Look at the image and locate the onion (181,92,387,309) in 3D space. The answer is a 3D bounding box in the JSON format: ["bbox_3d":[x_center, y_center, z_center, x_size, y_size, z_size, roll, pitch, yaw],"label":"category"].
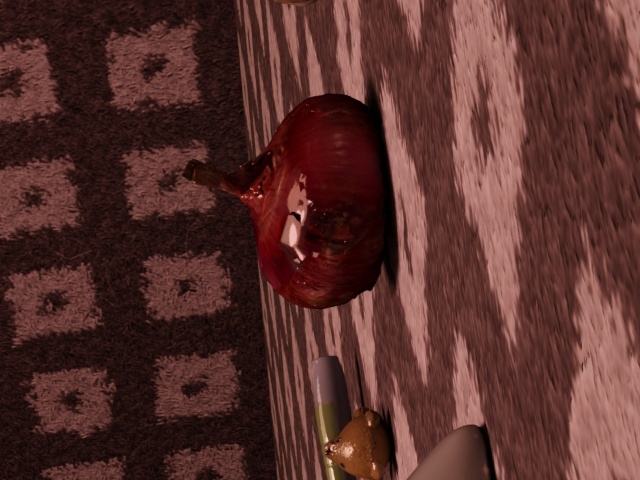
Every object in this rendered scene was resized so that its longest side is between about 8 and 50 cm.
[{"bbox_3d":[-0.027,-0.027,1.264,0.150,0.140,0.150,-178,90,-71],"label":"onion"}]

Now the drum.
[{"bbox_3d":[0.023,0.235,1.614,0.130,0.049,0.253,91,171,-59],"label":"drum"}]

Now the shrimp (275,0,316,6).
[{"bbox_3d":[-0.018,-0.268,1.118,0.445,0.110,0.221,95,176,-88],"label":"shrimp"}]

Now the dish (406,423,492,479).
[{"bbox_3d":[0.053,0.217,1.011,0.243,0.080,0.182,97,166,-69],"label":"dish"}]

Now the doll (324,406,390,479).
[{"bbox_3d":[0.040,0.158,1.439,0.093,0.051,0.061,-2,-97,-65],"label":"doll"}]
